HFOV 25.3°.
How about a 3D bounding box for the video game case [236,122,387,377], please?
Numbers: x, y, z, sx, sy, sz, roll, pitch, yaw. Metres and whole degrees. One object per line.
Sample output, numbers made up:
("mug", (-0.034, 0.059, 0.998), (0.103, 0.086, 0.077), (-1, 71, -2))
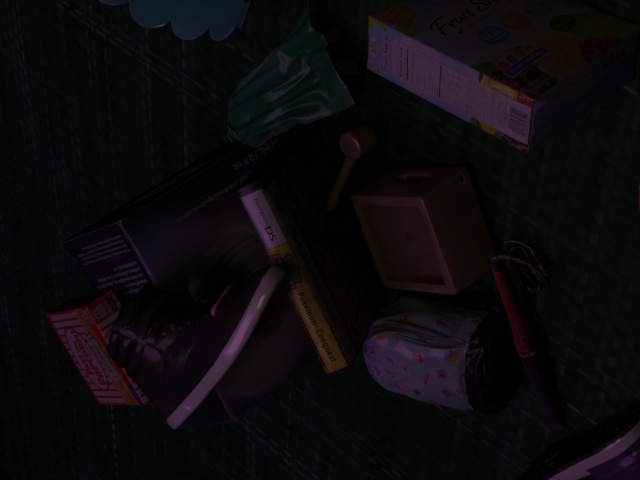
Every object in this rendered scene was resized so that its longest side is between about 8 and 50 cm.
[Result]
("video game case", (0.000, 0.000, 1.741), (0.035, 0.275, 0.248), (-21, 104, 20))

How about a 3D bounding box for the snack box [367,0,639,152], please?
("snack box", (0.177, -0.189, 1.404), (0.207, 0.174, 0.070), (31, 139, 32))

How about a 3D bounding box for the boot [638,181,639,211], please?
("boot", (0.348, -0.114, 1.270), (0.073, 0.152, 0.197), (29, 139, 35))

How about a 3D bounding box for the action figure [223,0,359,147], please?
("action figure", (-0.049, -0.179, 1.760), (0.232, 0.063, 0.137), (-32, 74, 43))

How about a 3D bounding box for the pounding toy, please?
("pounding toy", (0.096, -0.052, 1.703), (0.181, 0.094, 0.206), (4, 121, 50))

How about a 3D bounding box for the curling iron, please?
("curling iron", (0.255, 0.120, 1.698), (0.068, 0.035, 0.274), (7, 126, 35))

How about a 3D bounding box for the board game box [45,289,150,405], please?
("board game box", (-0.278, 0.142, 1.855), (0.147, 0.045, 0.193), (60, 155, -8))

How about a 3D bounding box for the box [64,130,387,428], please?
("box", (-0.118, 0.045, 1.881), (0.182, 0.296, 0.294), (-14, 108, 55))

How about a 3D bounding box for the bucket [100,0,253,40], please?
("bucket", (-0.161, -0.376, 1.589), (0.281, 0.183, 0.281), (24, 158, 11))

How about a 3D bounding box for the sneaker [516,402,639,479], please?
("sneaker", (0.329, 0.302, 1.713), (0.124, 0.107, 0.283), (48, 147, 0))

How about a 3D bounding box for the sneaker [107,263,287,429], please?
("sneaker", (-0.155, 0.094, 1.651), (0.147, 0.104, 0.296), (40, 132, 1))

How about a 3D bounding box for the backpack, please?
("backpack", (0.146, 0.134, 1.771), (0.182, 0.115, 0.152), (15, 125, 31))
